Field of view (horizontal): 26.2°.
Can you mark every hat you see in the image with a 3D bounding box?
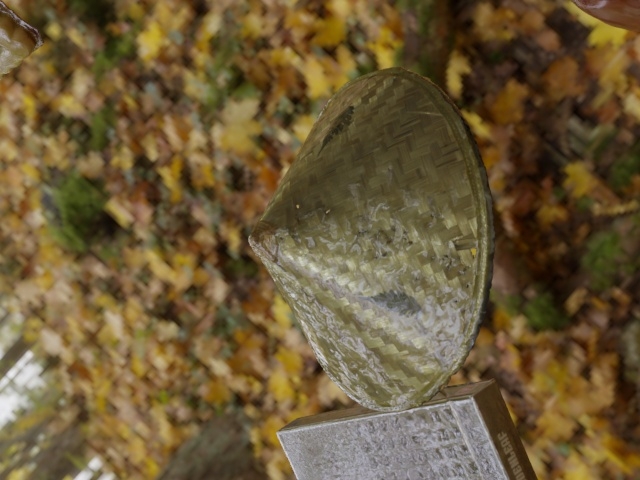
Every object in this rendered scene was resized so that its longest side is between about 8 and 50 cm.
[{"bbox_3d":[0.000,0.000,0.563,0.067,0.146,0.146,0,-159,-34],"label":"hat"}]

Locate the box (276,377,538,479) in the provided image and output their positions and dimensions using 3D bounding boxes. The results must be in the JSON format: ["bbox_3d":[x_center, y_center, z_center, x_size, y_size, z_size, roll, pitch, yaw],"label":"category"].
[{"bbox_3d":[0.098,0.263,1.520,0.325,0.047,0.180,-19,97,47],"label":"box"}]

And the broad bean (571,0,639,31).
[{"bbox_3d":[0.170,-0.173,0.497,0.156,0.228,0.122,29,-160,-40],"label":"broad bean"}]

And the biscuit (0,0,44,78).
[{"bbox_3d":[-0.353,-0.172,1.150,0.172,0.029,0.254,39,146,-23],"label":"biscuit"}]
